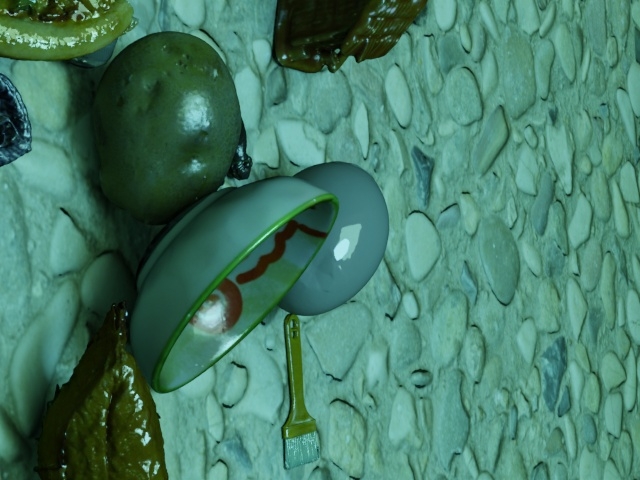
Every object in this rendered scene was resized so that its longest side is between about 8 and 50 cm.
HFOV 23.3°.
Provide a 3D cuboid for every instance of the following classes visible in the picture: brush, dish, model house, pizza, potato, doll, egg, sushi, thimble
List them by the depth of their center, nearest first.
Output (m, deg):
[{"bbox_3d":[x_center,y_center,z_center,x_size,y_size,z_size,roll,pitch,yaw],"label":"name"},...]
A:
[{"bbox_3d":[-0.367,-0.127,1.680,0.095,0.066,0.104,-47,122,-52],"label":"thimble"},{"bbox_3d":[-0.329,-0.289,1.699,0.292,0.058,0.197,7,66,-34],"label":"pizza"},{"bbox_3d":[-0.252,0.222,1.750,0.140,0.149,0.287,-112,-170,-78],"label":"sushi"},{"bbox_3d":[-0.187,-0.135,1.879,0.160,0.178,0.235,-128,-127,-88],"label":"potato"},{"bbox_3d":[-0.130,0.028,1.896,0.124,0.324,0.324,43,33,11],"label":"dish"},{"bbox_3d":[-0.136,-0.130,2.062,0.165,0.057,0.139,59,37,-42],"label":"doll"},{"bbox_3d":[0.000,0.000,2.144,0.176,0.176,0.232,60,44,-35],"label":"egg"},{"bbox_3d":[-0.034,0.212,2.216,0.082,0.010,0.218,-3,87,-58],"label":"brush"},{"bbox_3d":[0.068,-0.349,2.262,0.199,0.229,0.219,10,78,-51],"label":"model house"}]

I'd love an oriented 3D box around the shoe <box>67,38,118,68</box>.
[{"bbox_3d":[-0.241,-0.373,1.815,0.132,0.171,0.336,-1,86,-58],"label":"shoe"}]
